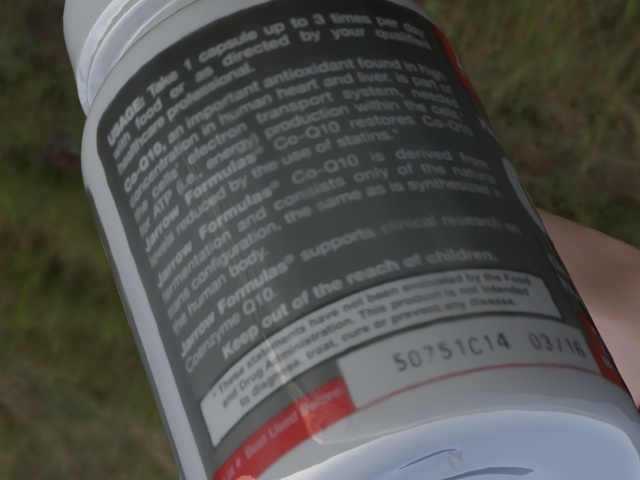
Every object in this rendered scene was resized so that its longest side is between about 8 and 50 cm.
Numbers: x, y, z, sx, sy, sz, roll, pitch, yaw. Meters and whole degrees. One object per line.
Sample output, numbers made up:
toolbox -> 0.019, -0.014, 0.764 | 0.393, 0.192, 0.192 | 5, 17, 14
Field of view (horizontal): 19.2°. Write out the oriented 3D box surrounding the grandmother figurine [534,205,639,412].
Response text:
grandmother figurine -> 0.164, 0.049, 0.957 | 0.342, 0.208, 0.104 | 19, 176, -4

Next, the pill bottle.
pill bottle -> 0.000, 0.000, 0.733 | 0.161, 0.283, 0.161 | -14, 144, -11
